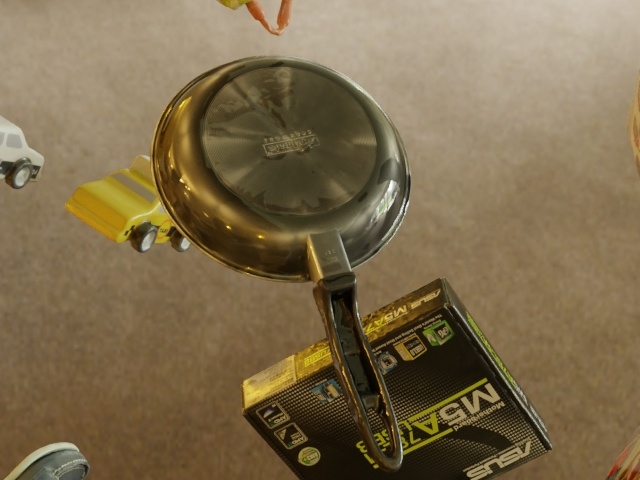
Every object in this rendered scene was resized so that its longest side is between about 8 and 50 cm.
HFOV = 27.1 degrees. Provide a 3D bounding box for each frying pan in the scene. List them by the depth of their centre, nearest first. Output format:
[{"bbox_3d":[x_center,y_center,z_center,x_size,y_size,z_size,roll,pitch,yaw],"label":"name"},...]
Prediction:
[{"bbox_3d":[-0.029,-0.006,0.949,0.197,0.053,0.326,8,59,-8],"label":"frying pan"}]

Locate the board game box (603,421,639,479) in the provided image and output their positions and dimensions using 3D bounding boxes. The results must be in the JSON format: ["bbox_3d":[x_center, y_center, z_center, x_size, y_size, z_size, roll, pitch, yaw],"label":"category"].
[{"bbox_3d":[0.188,0.096,0.644,0.035,0.201,0.136,38,51,8],"label":"board game box"}]

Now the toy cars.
[{"bbox_3d":[-0.288,-0.083,1.489,0.394,0.087,0.176,22,12,-28],"label":"toy cars"}]

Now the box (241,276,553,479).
[{"bbox_3d":[0.062,0.142,1.070,0.191,0.184,0.045,-28,30,13],"label":"box"}]

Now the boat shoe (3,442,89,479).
[{"bbox_3d":[-0.305,0.283,1.359,0.079,0.095,0.254,24,18,17],"label":"boat shoe"}]

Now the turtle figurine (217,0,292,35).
[{"bbox_3d":[-0.132,-0.268,0.979,0.217,0.087,0.269,21,42,-54],"label":"turtle figurine"}]

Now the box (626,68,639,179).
[{"bbox_3d":[0.295,-0.130,1.060,0.067,0.324,0.063,-11,72,5],"label":"box"}]
